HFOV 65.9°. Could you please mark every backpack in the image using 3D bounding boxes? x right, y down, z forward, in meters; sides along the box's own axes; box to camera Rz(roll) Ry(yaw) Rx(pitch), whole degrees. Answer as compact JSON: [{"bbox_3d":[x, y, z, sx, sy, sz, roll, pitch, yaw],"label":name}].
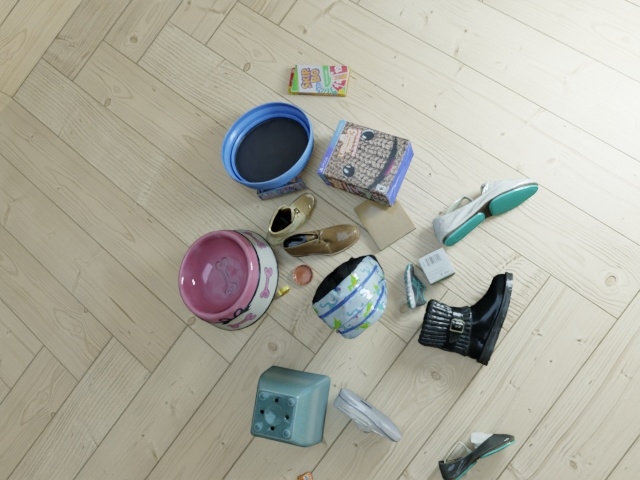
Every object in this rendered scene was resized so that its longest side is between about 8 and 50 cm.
[{"bbox_3d":[0.103,0.190,1.720,0.290,0.355,0.274,-35,75,6],"label":"backpack"}]

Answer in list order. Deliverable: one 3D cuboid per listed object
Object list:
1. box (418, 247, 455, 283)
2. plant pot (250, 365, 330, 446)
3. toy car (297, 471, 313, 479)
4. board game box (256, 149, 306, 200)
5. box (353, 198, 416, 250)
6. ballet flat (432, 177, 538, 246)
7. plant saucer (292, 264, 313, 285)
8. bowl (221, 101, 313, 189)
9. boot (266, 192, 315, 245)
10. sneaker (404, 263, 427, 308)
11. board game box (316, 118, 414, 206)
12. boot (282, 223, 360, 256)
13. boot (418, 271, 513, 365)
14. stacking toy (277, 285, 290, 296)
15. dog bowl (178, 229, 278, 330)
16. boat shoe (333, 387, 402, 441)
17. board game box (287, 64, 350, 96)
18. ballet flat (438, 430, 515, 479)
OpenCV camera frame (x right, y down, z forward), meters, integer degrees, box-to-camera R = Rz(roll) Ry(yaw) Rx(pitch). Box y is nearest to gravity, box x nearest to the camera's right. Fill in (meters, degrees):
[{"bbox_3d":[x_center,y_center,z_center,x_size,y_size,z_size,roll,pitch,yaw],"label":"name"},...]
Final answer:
[{"bbox_3d":[0.422,0.096,1.793,0.101,0.087,0.102,-27,76,8],"label":"box"},{"bbox_3d":[-0.123,0.598,1.761,0.247,0.252,0.247,7,82,15],"label":"plant pot"},{"bbox_3d":[-0.056,0.912,1.800,0.060,0.040,0.122,-10,78,12],"label":"toy car"},{"bbox_3d":[-0.147,-0.264,2.002,0.193,0.060,0.194,0,68,18],"label":"board game box"},{"bbox_3d":[0.245,-0.085,1.903,0.164,0.021,0.201,-33,75,7],"label":"box"},{"bbox_3d":[0.579,-0.133,1.782,0.400,0.139,0.139,-33,74,8],"label":"ballet flat"},{"bbox_3d":[-0.068,0.136,1.949,0.083,0.013,0.084,-2,81,14],"label":"plant saucer"},{"bbox_3d":[-0.210,-0.379,1.996,0.390,0.077,0.392,-8,64,16],"label":"bowl"},{"bbox_3d":[-0.107,-0.102,1.881,0.095,0.203,0.262,43,77,5],"label":"boot"},{"bbox_3d":[0.352,0.166,1.822,0.076,0.065,0.167,-5,82,-3],"label":"sneaker"},{"bbox_3d":[0.174,-0.294,1.881,0.290,0.141,0.232,21,84,20],"label":"board game box"},{"bbox_3d":[0.000,0.000,1.904,0.304,0.115,0.113,-13,76,11],"label":"boot"},{"bbox_3d":[0.506,0.240,1.725,0.259,0.131,0.348,20,87,16],"label":"boot"},{"bbox_3d":[-0.251,0.195,1.966,0.221,0.052,0.167,-39,74,6],"label":"stacking toy"},{"bbox_3d":[-0.373,0.140,1.918,0.407,0.150,0.409,-6,76,24],"label":"dog bowl"},{"bbox_3d":[0.163,0.641,1.765,0.267,0.096,0.088,32,94,18],"label":"boat shoe"},{"bbox_3d":[-0.011,-0.668,2.063,0.259,0.039,0.124,7,82,18],"label":"board game box"},{"bbox_3d":[0.515,0.710,1.666,0.280,0.095,0.096,-37,62,6],"label":"ballet flat"}]
